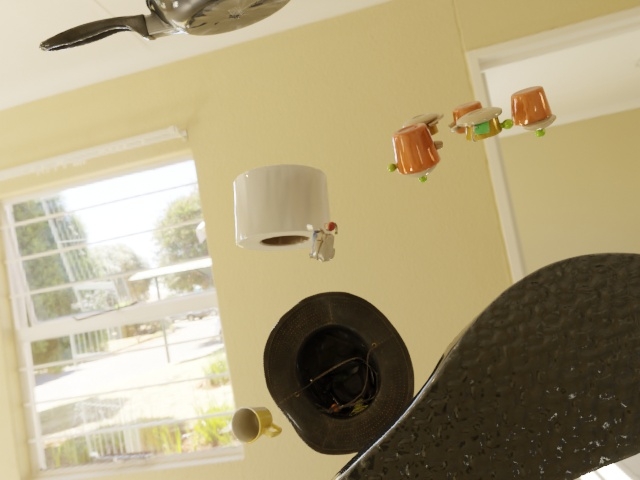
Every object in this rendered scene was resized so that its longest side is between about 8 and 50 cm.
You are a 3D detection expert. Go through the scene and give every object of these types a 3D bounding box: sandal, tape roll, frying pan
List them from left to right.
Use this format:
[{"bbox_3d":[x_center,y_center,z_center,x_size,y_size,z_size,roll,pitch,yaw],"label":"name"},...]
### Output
[{"bbox_3d":[-0.161,-0.267,0.509,0.326,0.053,0.197,-24,13,-16],"label":"frying pan"},{"bbox_3d":[-0.096,-0.077,1.162,0.246,0.169,0.246,-4,-11,-1],"label":"tape roll"},{"bbox_3d":[0.164,0.173,0.440,0.445,0.167,0.107,-42,-15,7],"label":"sandal"}]

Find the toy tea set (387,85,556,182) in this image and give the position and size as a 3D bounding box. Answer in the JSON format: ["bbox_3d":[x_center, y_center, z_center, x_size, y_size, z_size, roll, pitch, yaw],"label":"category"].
[{"bbox_3d":[0.306,-0.212,0.947,0.336,0.124,0.200,-3,26,40],"label":"toy tea set"}]

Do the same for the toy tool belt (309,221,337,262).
[{"bbox_3d":[0.000,0.000,0.901,0.051,0.083,0.052,13,10,37],"label":"toy tool belt"}]

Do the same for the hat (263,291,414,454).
[{"bbox_3d":[0.048,0.277,0.975,0.331,0.331,0.134,-11,-16,15],"label":"hat"}]

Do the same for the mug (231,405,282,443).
[{"bbox_3d":[-0.115,0.337,0.818,0.062,0.078,0.064,-46,-24,10],"label":"mug"}]
